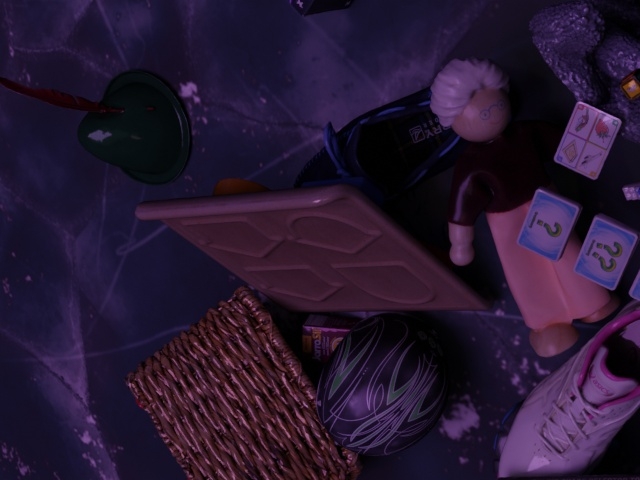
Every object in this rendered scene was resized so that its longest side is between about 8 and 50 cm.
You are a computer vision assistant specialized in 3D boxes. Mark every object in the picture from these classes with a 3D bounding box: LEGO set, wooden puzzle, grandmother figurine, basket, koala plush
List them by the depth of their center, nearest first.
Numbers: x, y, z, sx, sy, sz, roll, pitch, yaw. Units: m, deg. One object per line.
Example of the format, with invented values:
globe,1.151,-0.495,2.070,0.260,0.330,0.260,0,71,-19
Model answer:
LEGO set,0.309,-0.044,1.336,0.182,0.060,0.244,27,128,13
koala plush,0.369,-0.213,1.341,0.221,0.196,0.203,-33,94,40
grandmother figurine,0.223,-0.053,1.492,0.104,0.208,0.342,0,124,55
wooden puzzle,0.000,0.000,1.640,0.322,0.348,0.080,-3,65,40
basket,-0.080,0.239,1.853,0.223,0.213,0.299,-38,77,9

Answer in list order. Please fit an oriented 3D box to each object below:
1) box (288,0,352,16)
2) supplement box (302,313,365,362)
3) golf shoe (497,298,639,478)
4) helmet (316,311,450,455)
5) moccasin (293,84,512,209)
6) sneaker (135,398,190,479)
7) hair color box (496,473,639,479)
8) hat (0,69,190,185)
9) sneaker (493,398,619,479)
box,0.013,-0.428,1.608,0.184,0.103,0.261,47,128,14
supplement box,0.020,0.133,1.799,0.083,0.043,0.055,4,109,12
golf shoe,0.294,0.173,1.488,0.115,0.140,0.306,42,103,20
helmet,0.080,0.187,1.685,0.169,0.161,0.169,8,128,10
moccasin,0.072,-0.115,1.647,0.342,0.117,0.137,-34,82,41
sneaker,-0.209,0.277,2.039,0.128,0.087,0.221,-13,83,49
hair color box,0.314,0.422,1.508,0.185,0.110,0.338,-6,118,25
hat,-0.321,-0.147,1.912,0.208,0.183,0.173,20,116,33
sneaker,0.283,0.367,1.628,0.140,0.125,0.340,10,112,32
